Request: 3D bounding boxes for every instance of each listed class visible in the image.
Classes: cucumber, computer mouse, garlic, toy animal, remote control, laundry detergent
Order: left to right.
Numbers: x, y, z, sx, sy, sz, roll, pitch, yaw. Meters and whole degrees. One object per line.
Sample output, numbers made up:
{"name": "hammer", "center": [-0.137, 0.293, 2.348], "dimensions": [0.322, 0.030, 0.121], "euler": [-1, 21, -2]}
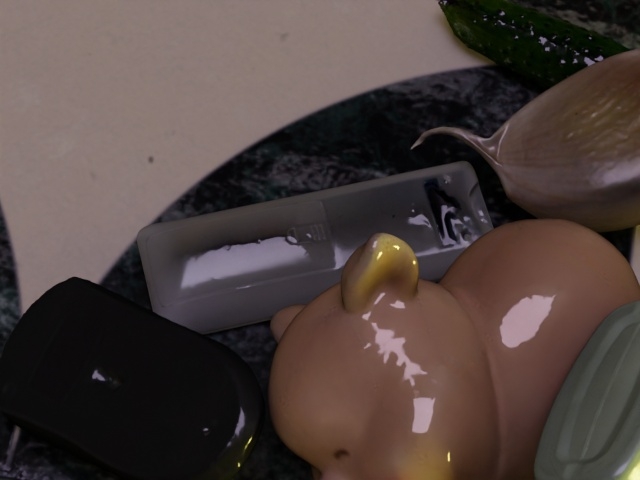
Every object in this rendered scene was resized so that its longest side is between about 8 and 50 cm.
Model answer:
{"name": "computer mouse", "center": [-0.145, 0.128, 1.315], "dimensions": [0.269, 0.086, 0.137], "euler": [21, 77, 34]}
{"name": "remote control", "center": [0.000, 0.000, 1.411], "dimensions": [0.313, 0.055, 0.109], "euler": [-12, 64, -8]}
{"name": "toy animal", "center": [0.112, 0.100, 1.286], "dimensions": [0.269, 0.237, 0.326], "euler": [42, 67, -3]}
{"name": "cucumber", "center": [0.211, -0.179, 1.504], "dimensions": [0.227, 0.069, 0.069], "euler": [26, 66, 15]}
{"name": "garlic", "center": [0.229, -0.071, 1.420], "dimensions": [0.266, 0.128, 0.148], "euler": [-20, 49, -8]}
{"name": "laundry detergent", "center": [0.287, 0.203, 1.232], "dimensions": [0.280, 0.105, 0.215], "euler": [50, 50, -27]}
